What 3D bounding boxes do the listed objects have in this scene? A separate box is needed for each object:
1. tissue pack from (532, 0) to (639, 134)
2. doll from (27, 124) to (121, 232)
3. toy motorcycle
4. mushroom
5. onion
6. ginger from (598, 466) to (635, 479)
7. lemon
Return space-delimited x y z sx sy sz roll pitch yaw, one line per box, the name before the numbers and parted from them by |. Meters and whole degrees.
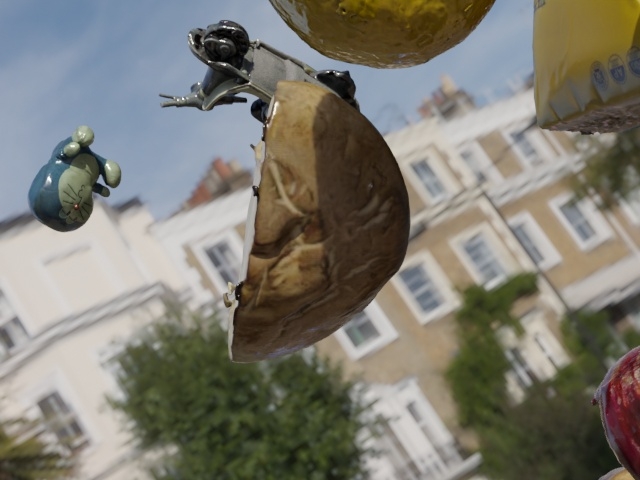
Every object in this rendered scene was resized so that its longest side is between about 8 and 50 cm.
tissue pack | 0.330 -0.224 1.502 0.134 0.192 0.271 0 -6 -18
doll | -0.209 -0.046 1.193 0.076 0.050 0.083 51 -125 -47
toy motorcycle | -0.065 -0.176 1.746 0.263 0.091 0.157 28 -41 -24
mushroom | 0.000 0.000 1.270 0.156 0.151 0.286 -90 11 -58
onion | 0.316 0.151 1.081 0.173 0.198 0.135 0 -40 -42
ginger | 0.352 0.341 1.526 0.304 0.155 0.244 -47 33 -17
lemon | 0.065 -0.311 1.474 0.293 0.293 0.293 -32 -15 -9
